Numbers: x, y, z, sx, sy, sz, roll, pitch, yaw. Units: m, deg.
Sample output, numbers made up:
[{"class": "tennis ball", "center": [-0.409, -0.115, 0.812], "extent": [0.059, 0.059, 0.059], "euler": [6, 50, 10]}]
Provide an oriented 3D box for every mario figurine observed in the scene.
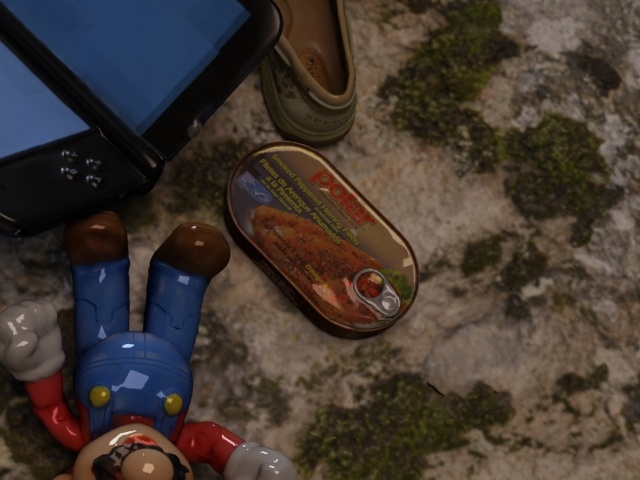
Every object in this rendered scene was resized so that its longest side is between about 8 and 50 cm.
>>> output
[{"class": "mario figurine", "center": [-0.130, 0.123, 1.365], "extent": [0.198, 0.170, 0.321], "euler": [-12, 60, 18]}]

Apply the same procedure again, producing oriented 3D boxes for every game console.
[{"class": "game console", "center": [-0.226, -0.179, 1.426], "extent": [0.293, 0.173, 0.250], "euler": [43, 35, 16]}]

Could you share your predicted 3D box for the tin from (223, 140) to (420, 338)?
[{"class": "tin", "center": [0.000, 0.000, 1.523], "extent": [0.106, 0.040, 0.190], "euler": [-41, 84, -20]}]

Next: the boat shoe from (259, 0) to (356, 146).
[{"class": "boat shoe", "center": [-0.024, -0.225, 1.573], "extent": [0.104, 0.089, 0.285], "euler": [-15, 73, -18]}]
